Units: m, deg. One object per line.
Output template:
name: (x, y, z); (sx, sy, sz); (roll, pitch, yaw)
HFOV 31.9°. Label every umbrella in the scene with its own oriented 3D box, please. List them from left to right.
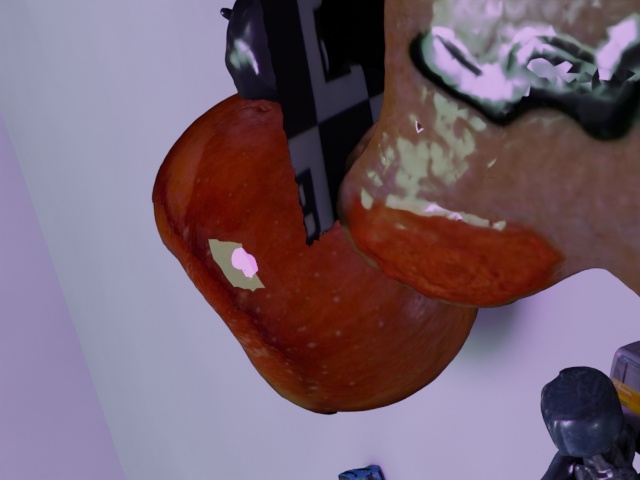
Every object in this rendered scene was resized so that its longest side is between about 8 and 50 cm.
umbrella: (0.192, 0.224, 0.711); (0.143, 0.094, 0.348); (-105, -8, -60)

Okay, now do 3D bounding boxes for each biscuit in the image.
biscuit: (0.120, -0.128, 0.527); (0.368, 0.076, 0.393); (10, 121, 28)

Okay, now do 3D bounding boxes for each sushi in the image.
sushi: (-0.032, -0.215, 0.720); (0.100, 0.296, 0.372); (-4, 108, 25)

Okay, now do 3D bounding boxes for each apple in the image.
apple: (0.000, 0.000, 0.878); (0.272, 0.206, 0.251); (52, 179, 34)

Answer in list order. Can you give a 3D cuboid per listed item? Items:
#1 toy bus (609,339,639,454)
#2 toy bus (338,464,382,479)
toy bus: (0.244, 0.116, 0.664); (0.172, 0.058, 0.072); (30, 124, 56)
toy bus: (0.052, 0.283, 1.201); (0.038, 0.046, 0.083); (-18, 93, 66)
